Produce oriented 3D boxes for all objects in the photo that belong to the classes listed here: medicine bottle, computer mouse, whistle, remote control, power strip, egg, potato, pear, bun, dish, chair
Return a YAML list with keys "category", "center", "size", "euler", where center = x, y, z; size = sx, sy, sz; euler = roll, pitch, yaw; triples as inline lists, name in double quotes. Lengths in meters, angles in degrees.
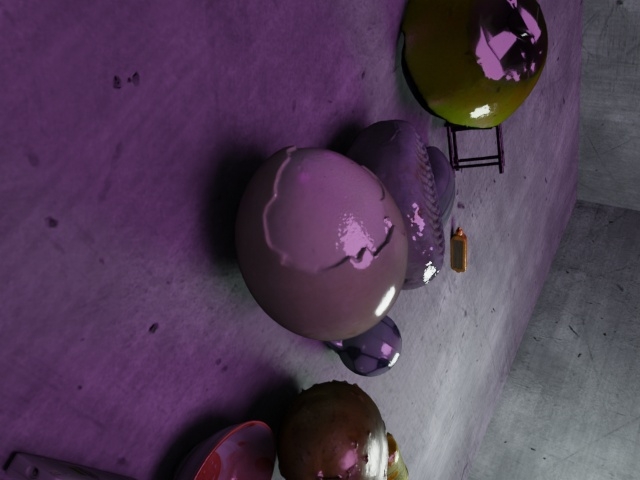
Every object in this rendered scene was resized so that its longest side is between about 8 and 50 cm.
- category: "medicine bottle"
  center: [0.175, 0.627, 1.687]
  size: [0.124, 0.124, 0.239]
  euler: [-55, 143, -29]
- category: "computer mouse"
  center: [0.254, -0.067, 1.509]
  size: [0.371, 0.121, 0.188]
  euler: [-61, 146, -16]
- category: "whistle"
  center: [0.097, 0.218, 1.339]
  size: [0.164, 0.163, 0.290]
  euler: [-63, 148, -18]
- category: "remote control"
  center: [-0.297, 0.336, 0.807]
  size: [0.034, 0.103, 0.250]
  euler: [-66, 149, -19]
- category: "power strip"
  center: [0.448, 0.029, 1.923]
  size: [0.028, 0.049, 0.178]
  euler: [-51, 142, -42]
- category: "egg"
  center: [0.000, 0.000, 0.958]
  size: [0.278, 0.278, 0.336]
  euler: [-57, 151, -27]
- category: "potato"
  center: [0.025, 0.404, 1.193]
  size: [0.359, 0.219, 0.270]
  euler: [71, 7, -65]
- category: "pear"
  center: [0.381, -0.443, 1.344]
  size: [0.398, 0.165, 0.399]
  euler: [-3, 96, -30]
- category: "bun"
  center: [0.140, -0.074, 1.217]
  size: [0.354, 0.194, 0.355]
  euler: [-11, 90, -75]
- category: "dish"
  center: [-0.188, 0.426, 1.041]
  size: [0.260, 0.085, 0.260]
  euler: [-35, 133, -48]
- category: "chair"
  center: [0.406, -0.309, 1.582]
  size: [0.141, 0.154, 0.260]
  euler: [-42, 126, -66]
